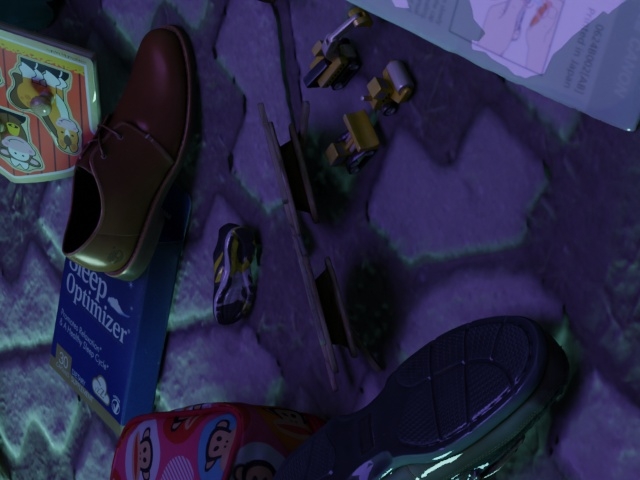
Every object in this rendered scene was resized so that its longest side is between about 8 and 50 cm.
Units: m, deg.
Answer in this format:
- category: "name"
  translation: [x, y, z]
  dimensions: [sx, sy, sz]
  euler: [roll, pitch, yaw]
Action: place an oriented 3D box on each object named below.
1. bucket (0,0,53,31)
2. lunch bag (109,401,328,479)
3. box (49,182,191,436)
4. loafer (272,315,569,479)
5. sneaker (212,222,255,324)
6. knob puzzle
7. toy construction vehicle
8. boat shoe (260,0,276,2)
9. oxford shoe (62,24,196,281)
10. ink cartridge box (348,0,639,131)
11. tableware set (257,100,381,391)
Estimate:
- category: "bucket"
  translation: [-0.351, -0.311, 1.783]
  dimensions: [0.281, 0.183, 0.281]
  euler: [11, 103, 53]
- category: "lunch bag"
  translation: [-0.094, 0.273, 1.515]
  dimensions: [0.258, 0.120, 0.293]
  euler: [-14, 69, 57]
- category: "box"
  translation: [-0.174, 0.039, 1.712]
  dimensions: [0.136, 0.036, 0.225]
  euler: [37, 123, 46]
- category: "loafer"
  translation: [0.076, 0.136, 1.348]
  dimensions: [0.267, 0.084, 0.096]
  euler: [-35, 38, 37]
- category: "sneaker"
  translation: [-0.069, 0.025, 1.571]
  dimensions: [0.035, 0.031, 0.083]
  euler: [-138, 56, -61]
- category: "knob puzzle"
  translation: [-0.273, -0.111, 1.738]
  dimensions: [0.213, 0.213, 0.030]
  euler: [-38, 20, 50]
- category: "toy construction vehicle"
  translation: [0.021, -0.106, 1.416]
  dimensions: [0.098, 0.035, 0.086]
  euler: [-47, 57, 46]
- category: "boat shoe"
  translation: [-0.064, -0.220, 1.516]
  dimensions: [0.056, 0.048, 0.153]
  euler: [50, 166, -32]
- category: "oxford shoe"
  translation: [-0.156, -0.076, 1.613]
  dimensions: [0.076, 0.076, 0.212]
  euler: [12, 87, 50]
- category: "ink cartridge box"
  translation: [0.096, -0.286, 1.258]
  dimensions: [0.385, 0.091, 0.308]
  euler: [29, 119, 26]
- category: "tableware set"
  translation: [0.000, 0.000, 1.438]
  dimensions: [0.128, 0.039, 0.194]
  euler: [77, 178, -70]
